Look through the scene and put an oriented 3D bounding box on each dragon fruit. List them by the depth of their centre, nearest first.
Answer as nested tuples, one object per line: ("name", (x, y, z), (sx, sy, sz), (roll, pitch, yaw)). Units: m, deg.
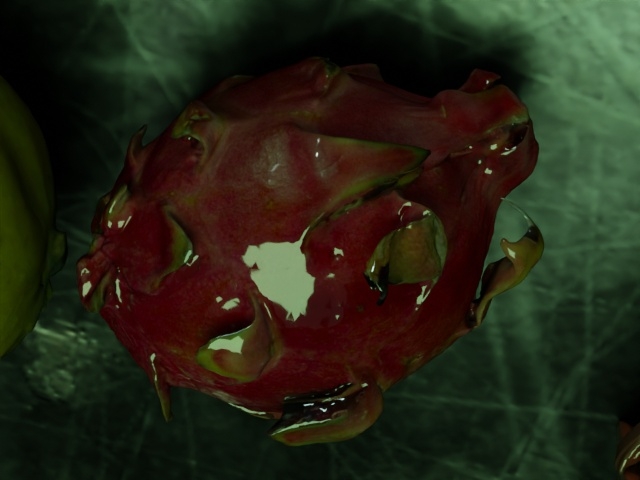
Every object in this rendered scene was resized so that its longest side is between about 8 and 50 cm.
("dragon fruit", (0.000, 0.000, 0.562), (0.166, 0.136, 0.133), (-29, 148, -4))

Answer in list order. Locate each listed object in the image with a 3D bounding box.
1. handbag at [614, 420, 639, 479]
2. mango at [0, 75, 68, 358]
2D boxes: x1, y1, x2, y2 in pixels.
("handbag", (0.199, 0.138, 0.607), (0.190, 0.127, 0.063), (33, 119, -11))
("mango", (-0.217, 0.003, 0.594), (0.262, 0.130, 0.167), (-23, 124, 30))
